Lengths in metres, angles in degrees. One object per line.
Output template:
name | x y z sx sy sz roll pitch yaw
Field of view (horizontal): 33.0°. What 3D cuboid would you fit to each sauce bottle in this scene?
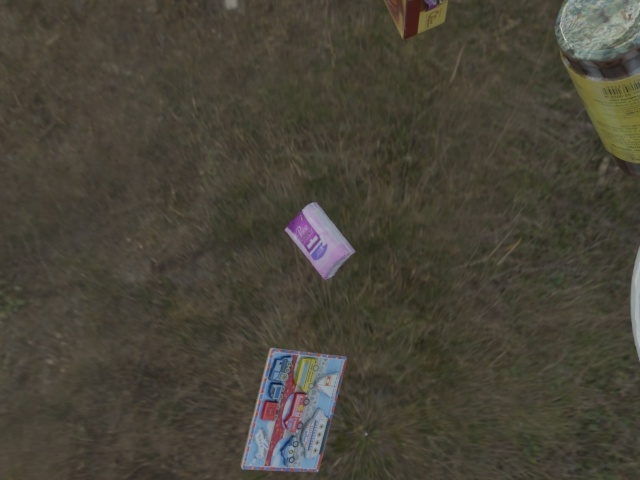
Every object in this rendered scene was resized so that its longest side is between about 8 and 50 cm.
sauce bottle | 0.336 -0.131 1.113 0.111 0.344 0.111 -14 56 22

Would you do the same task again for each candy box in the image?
candy box | 0.067 -0.306 1.066 0.053 0.109 0.187 -22 78 -2

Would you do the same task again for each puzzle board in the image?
puzzle board | -0.025 0.177 1.109 0.096 0.011 0.128 11 97 -34

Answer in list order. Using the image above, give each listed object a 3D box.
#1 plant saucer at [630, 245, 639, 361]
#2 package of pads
plant saucer | 0.550 0.084 1.242 0.100 0.400 0.400 -3 77 -37
package of pads | 0.000 0.000 1.307 0.083 0.032 0.050 52 125 15
